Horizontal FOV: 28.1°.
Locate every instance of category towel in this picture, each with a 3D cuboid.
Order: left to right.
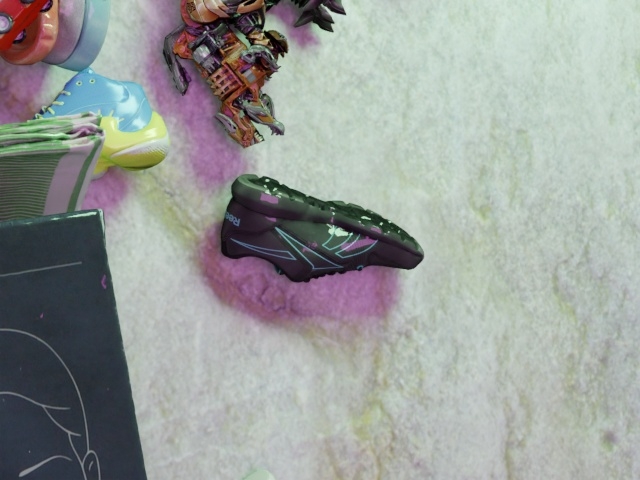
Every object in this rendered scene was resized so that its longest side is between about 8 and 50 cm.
[{"bbox_3d":[-0.400,-0.048,1.351,0.324,0.248,0.038,-12,74,-22],"label":"towel"}]

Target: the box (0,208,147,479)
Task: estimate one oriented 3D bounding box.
[{"bbox_3d":[-0.438,0.240,1.246,0.479,0.297,0.472,-9,91,-33],"label":"box"}]

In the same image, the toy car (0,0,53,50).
[{"bbox_3d":[-0.377,-0.170,1.280,0.053,0.239,0.225,42,36,2],"label":"toy car"}]

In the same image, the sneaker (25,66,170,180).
[{"bbox_3d":[-0.301,-0.128,1.489,0.240,0.091,0.126,-10,71,-20],"label":"sneaker"}]

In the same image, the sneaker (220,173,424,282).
[{"bbox_3d":[0.000,0.000,1.590,0.267,0.101,0.106,17,103,-19],"label":"sneaker"}]

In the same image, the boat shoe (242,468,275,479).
[{"bbox_3d":[-0.101,0.364,1.531,0.063,0.066,0.184,40,71,-28],"label":"boat shoe"}]

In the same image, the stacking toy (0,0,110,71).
[{"bbox_3d":[-0.253,-0.347,1.417,0.130,0.279,0.309,4,84,-36],"label":"stacking toy"}]

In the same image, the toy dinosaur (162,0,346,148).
[{"bbox_3d":[-0.093,-0.283,1.539,0.218,0.164,0.322,-18,114,-5],"label":"toy dinosaur"}]
